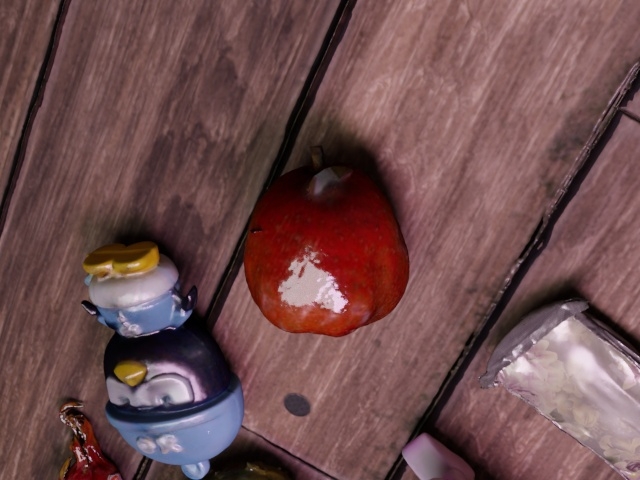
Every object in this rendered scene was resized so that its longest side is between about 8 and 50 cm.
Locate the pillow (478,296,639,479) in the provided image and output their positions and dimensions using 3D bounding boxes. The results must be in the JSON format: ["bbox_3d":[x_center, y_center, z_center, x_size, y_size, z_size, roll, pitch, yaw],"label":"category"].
[{"bbox_3d":[0.308,0.169,1.652,0.255,0.059,0.169,39,118,-8],"label":"pillow"}]

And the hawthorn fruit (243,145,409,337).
[{"bbox_3d":[0.000,0.000,1.604,0.185,0.185,0.202,3,107,21],"label":"hawthorn fruit"}]

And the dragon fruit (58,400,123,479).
[{"bbox_3d":[-0.305,0.304,1.986,0.094,0.094,0.190,2,111,21],"label":"dragon fruit"}]

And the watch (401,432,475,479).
[{"bbox_3d":[0.150,0.390,1.752,0.248,0.211,0.217,35,105,-13],"label":"watch"}]

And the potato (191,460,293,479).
[{"bbox_3d":[-0.122,0.382,1.929,0.176,0.141,0.298,52,134,1],"label":"potato"}]

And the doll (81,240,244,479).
[{"bbox_3d":[-0.191,0.152,1.802,0.177,0.141,0.314,-5,116,29],"label":"doll"}]
